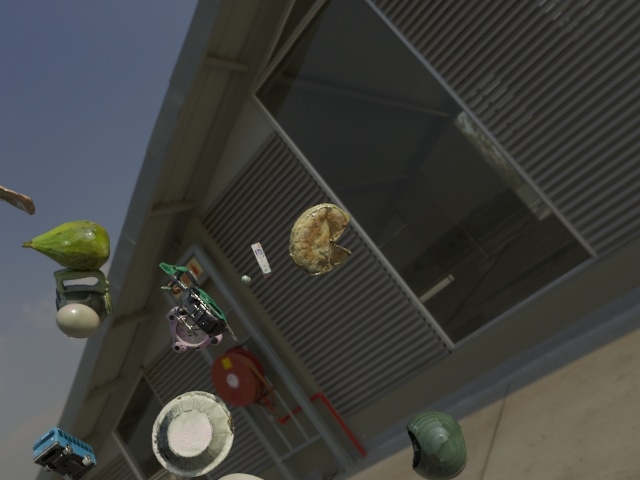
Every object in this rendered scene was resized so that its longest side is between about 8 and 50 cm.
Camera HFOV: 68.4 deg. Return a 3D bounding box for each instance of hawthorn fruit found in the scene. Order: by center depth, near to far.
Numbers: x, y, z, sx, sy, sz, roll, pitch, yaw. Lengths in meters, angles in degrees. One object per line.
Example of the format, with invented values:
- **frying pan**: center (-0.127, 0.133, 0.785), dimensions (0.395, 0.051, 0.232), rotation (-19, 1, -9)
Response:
- **hawthorn fruit**: center (-0.697, 0.225, 2.240), dimensions (0.067, 0.066, 0.103), rotation (-31, 10, -31)

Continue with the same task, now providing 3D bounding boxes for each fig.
- **fig**: center (-1.074, 0.004, 2.048), dimensions (0.233, 0.314, 0.232), rotation (-36, 36, 32)

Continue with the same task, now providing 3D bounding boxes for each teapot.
- **teapot**: center (-1.120, 0.272, 2.233), dimensions (0.240, 0.321, 0.240), rotation (-15, 7, -27)

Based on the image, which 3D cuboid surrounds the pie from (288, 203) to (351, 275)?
- **pie**: center (0.000, 0.000, 2.084), dimensions (0.338, 0.337, 0.075), rotation (-35, 24, -14)

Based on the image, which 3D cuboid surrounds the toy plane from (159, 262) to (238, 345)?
- **toy plane**: center (-0.421, 0.201, 1.580), dimensions (0.106, 0.382, 0.155), rotation (-52, -17, 8)

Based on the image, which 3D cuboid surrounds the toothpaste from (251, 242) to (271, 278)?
- **toothpaste**: center (-0.301, 0.100, 2.413), dimensions (0.047, 0.196, 0.040), rotation (-22, -31, -9)

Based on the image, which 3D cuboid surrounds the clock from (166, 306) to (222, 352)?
- **clock**: center (-0.624, 0.435, 2.342), dimensions (0.248, 0.227, 0.090), rotation (-6, 12, 4)

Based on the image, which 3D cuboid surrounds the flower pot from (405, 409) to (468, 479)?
- **flower pot**: center (0.334, 0.591, 1.361), dimensions (0.157, 0.189, 0.243), rotation (-6, -19, 5)

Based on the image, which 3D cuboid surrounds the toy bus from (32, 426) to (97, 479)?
- **toy bus**: center (-1.027, 0.854, 1.887), dimensions (0.116, 0.134, 0.233), rotation (-38, -48, -12)

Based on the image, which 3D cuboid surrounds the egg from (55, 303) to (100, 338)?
- **egg**: center (-0.760, 0.253, 1.479), dimensions (0.103, 0.103, 0.135), rotation (-39, -48, 9)

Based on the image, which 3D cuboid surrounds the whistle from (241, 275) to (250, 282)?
- **whistle**: center (-0.342, 0.182, 2.169), dimensions (0.035, 0.035, 0.100), rotation (-36, -9, -5)

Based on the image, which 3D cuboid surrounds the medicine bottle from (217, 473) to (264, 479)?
- **medicine bottle**: center (-0.208, 0.706, 1.008), dimensions (0.208, 0.208, 0.339), rotation (-42, 7, 24)

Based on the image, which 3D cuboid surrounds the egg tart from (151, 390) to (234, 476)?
- **egg tart**: center (-0.365, 0.550, 1.345), dimensions (0.234, 0.234, 0.094), rotation (-35, -15, -15)

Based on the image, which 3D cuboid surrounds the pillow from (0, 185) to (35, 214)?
- **pillow**: center (-1.057, -0.152, 1.568), dimensions (0.135, 0.211, 0.034), rotation (-45, 23, 56)
